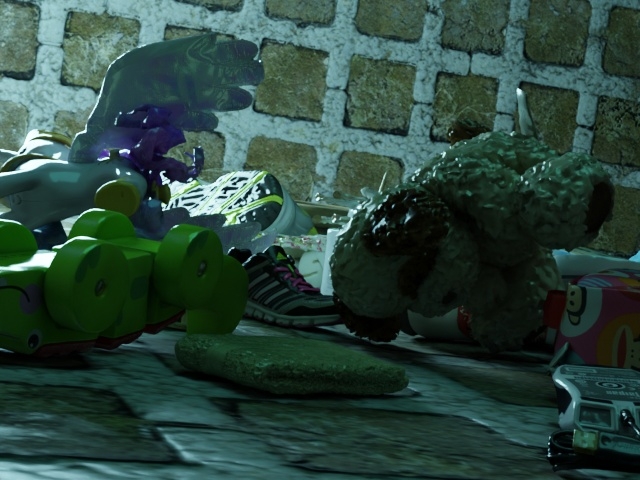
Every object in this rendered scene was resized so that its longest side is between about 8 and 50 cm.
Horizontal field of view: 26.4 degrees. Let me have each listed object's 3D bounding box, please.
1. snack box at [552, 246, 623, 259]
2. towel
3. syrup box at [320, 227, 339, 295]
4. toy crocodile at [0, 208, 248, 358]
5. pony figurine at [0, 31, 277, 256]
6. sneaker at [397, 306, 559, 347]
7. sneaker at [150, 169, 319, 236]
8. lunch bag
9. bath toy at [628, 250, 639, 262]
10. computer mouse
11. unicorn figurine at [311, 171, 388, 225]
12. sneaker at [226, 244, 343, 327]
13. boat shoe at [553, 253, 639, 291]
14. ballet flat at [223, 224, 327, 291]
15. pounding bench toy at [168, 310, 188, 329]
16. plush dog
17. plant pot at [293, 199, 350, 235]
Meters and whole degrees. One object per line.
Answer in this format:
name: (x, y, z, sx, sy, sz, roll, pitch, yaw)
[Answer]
snack box: (0.454, 0.074, 1.847, 0.322, 0.060, 0.187, 19, 7, 25)
towel: (-0.019, 0.090, 0.975, 0.148, 0.027, 0.110, 7, 4, -42)
syrup box: (0.125, 0.045, 1.609, 0.237, 0.093, 0.096, 6, 3, -33)
toy crocodile: (-0.170, 0.038, 1.013, 0.115, 0.105, 0.340, 10, 8, 26)
pony figurine: (-0.234, -0.063, 1.500, 0.351, 0.302, 0.363, -1, 17, 3)
sneaker: (0.201, 0.066, 1.420, 0.145, 0.090, 0.270, 7, -1, 38)
sneaker: (-0.158, -0.010, 1.937, 0.385, 0.145, 0.147, 8, -28, 50)
lunch bag: (0.310, 0.079, 1.147, 0.258, 0.120, 0.293, 8, 3, 24)
bath toy: (0.454, 0.075, 1.546, 0.129, 0.151, 0.348, 51, -2, -9)
computer mouse: (0.187, 0.118, 0.854, 0.106, 0.042, 0.193, 3, 8, 3)
unicorn figurine: (0.051, -0.035, 1.597, 0.111, 0.060, 0.162, 7, 18, -23)
sneaker: (-0.039, 0.044, 1.365, 0.170, 0.074, 0.063, 10, 4, 37)
boat shoe: (0.337, 0.085, 1.343, 0.268, 0.088, 0.096, 16, -17, 3)
ballet flat: (-0.044, 0.035, 1.712, 0.241, 0.091, 0.077, 4, 33, 7)
pounding bench toy: (-0.127, 0.043, 1.222, 0.083, 0.065, 0.052, 8, 3, 10)
plush dog: (0.109, -0.008, 1.254, 0.225, 0.210, 0.262, -23, -27, -25)
plant pot: (0.000, 0.000, 2.039, 0.237, 0.109, 0.237, 9, 3, 0)
